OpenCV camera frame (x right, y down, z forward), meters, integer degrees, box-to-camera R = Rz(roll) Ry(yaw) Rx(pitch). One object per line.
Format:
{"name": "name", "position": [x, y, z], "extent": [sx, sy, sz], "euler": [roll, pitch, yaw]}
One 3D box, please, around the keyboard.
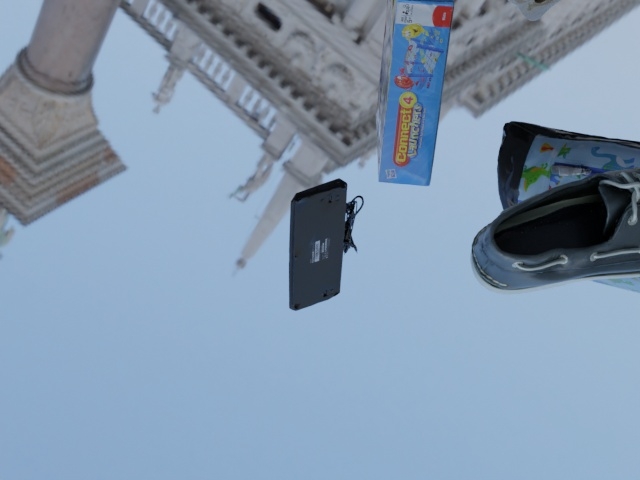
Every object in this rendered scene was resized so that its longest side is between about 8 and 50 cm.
{"name": "keyboard", "position": [0.000, 0.000, 1.189], "extent": [0.100, 0.192, 0.038], "euler": [-16, -135, -21]}

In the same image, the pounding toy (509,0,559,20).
{"name": "pounding toy", "position": [0.382, -0.459, 1.397], "extent": [0.154, 0.269, 0.155], "euler": [9, -117, -32]}

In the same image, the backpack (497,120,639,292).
{"name": "backpack", "position": [0.467, -0.038, 1.430], "extent": [0.290, 0.355, 0.274], "euler": [38, -122, -54]}

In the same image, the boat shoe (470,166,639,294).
{"name": "boat shoe", "position": [0.322, -0.021, 1.040], "extent": [0.319, 0.099, 0.116], "euler": [-16, -112, 1]}

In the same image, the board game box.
{"name": "board game box", "position": [0.150, -0.292, 1.586], "extent": [0.086, 0.302, 0.308], "euler": [4, -152, 0]}
